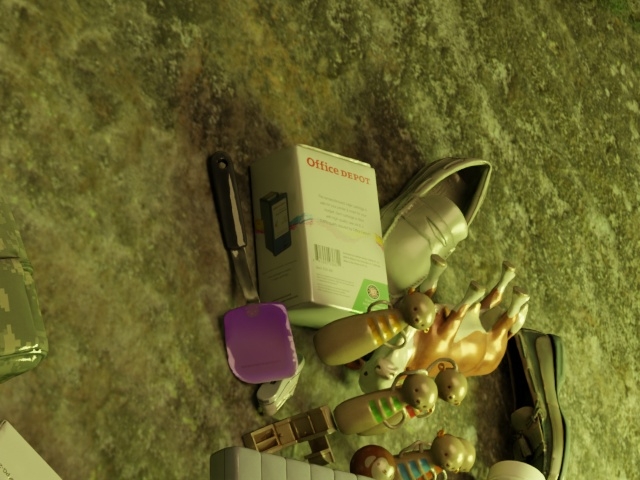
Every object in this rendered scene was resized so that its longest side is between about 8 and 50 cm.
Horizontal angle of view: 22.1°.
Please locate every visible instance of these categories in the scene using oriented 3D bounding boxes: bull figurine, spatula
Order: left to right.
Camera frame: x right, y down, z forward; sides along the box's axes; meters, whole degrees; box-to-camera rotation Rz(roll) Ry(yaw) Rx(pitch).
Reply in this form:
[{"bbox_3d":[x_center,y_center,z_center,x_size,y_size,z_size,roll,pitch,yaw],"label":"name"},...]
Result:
[{"bbox_3d":[-0.096,0.029,2.000,0.084,0.030,0.296,-9,72,-14],"label":"spatula"},{"bbox_3d":[0.163,0.119,2.166,0.101,0.188,0.310,43,22,26],"label":"bull figurine"}]

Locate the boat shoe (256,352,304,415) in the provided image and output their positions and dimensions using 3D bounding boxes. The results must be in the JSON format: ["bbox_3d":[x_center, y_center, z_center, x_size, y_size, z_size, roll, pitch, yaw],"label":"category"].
[{"bbox_3d":[-0.046,0.176,1.996,0.100,0.035,0.035,-56,143,-50],"label":"boat shoe"}]

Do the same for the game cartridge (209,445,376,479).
[{"bbox_3d":[-0.020,0.402,1.686,0.230,0.068,0.355,23,56,-46],"label":"game cartridge"}]

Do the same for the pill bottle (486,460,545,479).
[{"bbox_3d":[0.239,0.390,2.155,0.108,0.108,0.193,44,45,-26],"label":"pill bottle"}]

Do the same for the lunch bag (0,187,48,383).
[{"bbox_3d":[-0.422,0.026,1.496,0.305,0.212,0.256,-4,76,-50],"label":"lunch bag"}]

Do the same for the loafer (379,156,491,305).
[{"bbox_3d":[0.141,-0.021,2.232,0.112,0.111,0.319,53,41,-17],"label":"loafer"}]

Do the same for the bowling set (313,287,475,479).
[{"bbox_3d":[0.111,0.228,1.964,0.200,0.154,0.287,-97,163,-60],"label":"bowling set"}]

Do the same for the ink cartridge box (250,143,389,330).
[{"bbox_3d":[0.000,0.000,2.080,0.154,0.093,0.212,14,64,-45],"label":"ink cartridge box"}]

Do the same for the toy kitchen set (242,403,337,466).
[{"bbox_3d":[-0.029,0.243,1.938,0.075,0.083,0.068,-16,84,-50],"label":"toy kitchen set"}]

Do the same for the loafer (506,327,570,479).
[{"bbox_3d":[0.294,0.242,2.318,0.084,0.096,0.267,21,49,-18],"label":"loafer"}]

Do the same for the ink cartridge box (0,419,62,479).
[{"bbox_3d":[-0.320,0.242,1.557,0.109,0.150,0.063,51,43,-20],"label":"ink cartridge box"}]
